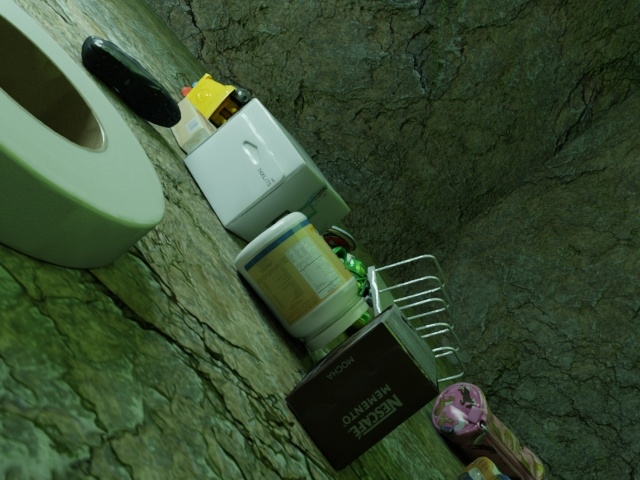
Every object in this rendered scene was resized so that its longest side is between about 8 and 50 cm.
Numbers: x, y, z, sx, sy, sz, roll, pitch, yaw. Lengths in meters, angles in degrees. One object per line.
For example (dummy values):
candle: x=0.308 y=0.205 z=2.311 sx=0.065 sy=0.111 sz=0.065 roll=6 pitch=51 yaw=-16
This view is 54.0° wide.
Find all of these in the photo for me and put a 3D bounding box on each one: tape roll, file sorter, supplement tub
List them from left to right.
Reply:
tape roll: x=-0.310 y=-0.144 z=0.610 sx=0.392 sy=0.072 sz=0.392 roll=50 pitch=7 yaw=-9
supplement tub: x=-0.029 y=0.069 z=1.035 sx=0.199 sy=0.144 sz=0.144 roll=52 pitch=6 yaw=2
file sorter: x=0.243 y=0.206 z=1.566 sx=0.193 sy=0.173 sz=0.277 roll=54 pitch=24 yaw=-49

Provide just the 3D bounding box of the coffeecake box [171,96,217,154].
coffeecake box: x=-0.251 y=-0.212 z=1.418 sx=0.185 sy=0.068 sz=0.142 roll=45 pitch=8 yaw=-46

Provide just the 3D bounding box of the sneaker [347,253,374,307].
sneaker: x=0.069 y=0.103 z=1.757 sx=0.235 sy=0.094 sz=0.153 roll=46 pitch=12 yaw=16

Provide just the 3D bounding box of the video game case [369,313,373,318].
video game case: x=0.155 y=0.262 z=1.794 sx=0.212 sy=0.023 sz=0.193 roll=48 pitch=7 yaw=-32

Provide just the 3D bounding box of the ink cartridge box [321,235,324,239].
ink cartridge box: x=-0.051 y=-0.003 z=1.533 sx=0.090 sy=0.092 sz=0.143 roll=47 pitch=6 yaw=-25

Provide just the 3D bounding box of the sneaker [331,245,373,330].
sneaker: x=0.063 y=0.107 z=1.568 sx=0.109 sy=0.124 sz=0.295 roll=46 pitch=8 yaw=-40

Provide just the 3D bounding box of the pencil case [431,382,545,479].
pencil case: x=0.458 y=0.549 z=1.695 sx=0.386 sy=0.160 sz=0.167 roll=49 pitch=31 yaw=-27

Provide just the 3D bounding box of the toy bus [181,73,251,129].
toy bus: x=-0.291 y=-0.364 z=1.780 sx=0.211 sy=0.149 sz=0.220 roll=37 pitch=-4 yaw=29

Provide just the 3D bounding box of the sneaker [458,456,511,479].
sneaker: x=0.376 y=0.554 z=1.292 sx=0.131 sy=0.112 sz=0.296 roll=52 pitch=7 yaw=3

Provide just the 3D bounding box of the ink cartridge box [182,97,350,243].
ink cartridge box: x=-0.104 y=-0.114 z=1.304 sx=0.198 sy=0.197 sz=0.270 roll=55 pitch=7 yaw=26

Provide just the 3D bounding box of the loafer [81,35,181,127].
loafer: x=-0.350 y=-0.300 z=1.183 sx=0.223 sy=0.076 sz=0.078 roll=41 pitch=19 yaw=-40

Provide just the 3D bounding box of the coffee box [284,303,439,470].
coffee box: x=0.073 y=0.198 z=0.926 sx=0.118 sy=0.168 sz=0.297 roll=52 pitch=7 yaw=7

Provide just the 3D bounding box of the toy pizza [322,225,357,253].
toy pizza: x=0.000 y=0.000 z=1.707 sx=0.202 sy=0.032 sz=0.201 roll=14 pitch=-20 yaw=5
